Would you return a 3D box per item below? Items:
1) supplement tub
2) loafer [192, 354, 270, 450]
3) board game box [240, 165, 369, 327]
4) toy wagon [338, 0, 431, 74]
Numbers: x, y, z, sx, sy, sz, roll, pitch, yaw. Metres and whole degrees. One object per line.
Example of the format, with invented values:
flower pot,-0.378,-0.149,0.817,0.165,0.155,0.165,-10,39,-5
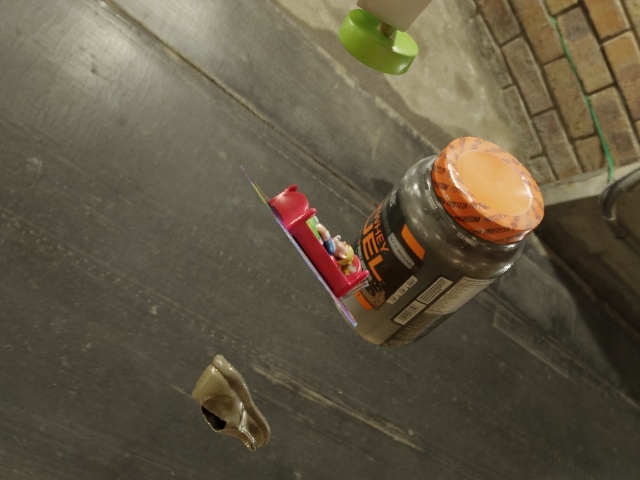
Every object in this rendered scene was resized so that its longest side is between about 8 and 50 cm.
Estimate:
supplement tub,0.169,0.012,0.881,0.206,0.338,0.207,15,50,-19
loafer,-0.094,0.174,0.579,0.050,0.056,0.148,-34,133,-20
board game box,0.000,0.000,0.420,0.033,0.169,0.133,-35,81,-1
toy wagon,0.104,-0.281,0.394,0.068,0.267,0.345,26,38,-9
